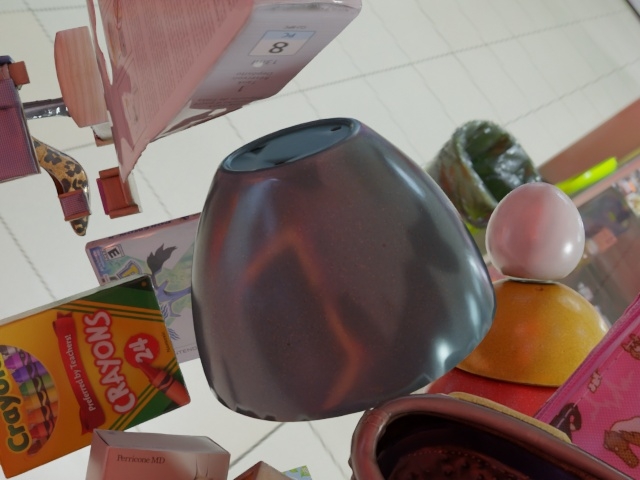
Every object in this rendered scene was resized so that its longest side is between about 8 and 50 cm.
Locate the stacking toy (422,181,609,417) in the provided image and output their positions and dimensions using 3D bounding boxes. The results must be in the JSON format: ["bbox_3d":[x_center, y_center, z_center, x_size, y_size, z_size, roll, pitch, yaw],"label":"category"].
[{"bbox_3d":[0.254,0.168,0.974,0.350,0.350,0.480,0,94,-45],"label":"stacking toy"}]

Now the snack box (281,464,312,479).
[{"bbox_3d":[-0.039,0.460,1.309,0.100,0.037,0.141,3,54,-49],"label":"snack box"}]

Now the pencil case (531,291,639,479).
[{"bbox_3d":[0.242,0.116,0.510,0.167,0.386,0.160,39,3,-43],"label":"pencil case"}]

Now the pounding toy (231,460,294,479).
[{"bbox_3d":[-0.088,0.315,0.819,0.100,0.130,0.141,36,39,-14],"label":"pounding toy"}]

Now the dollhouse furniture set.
[{"bbox_3d":[-0.452,-0.147,1.151,0.303,0.198,0.287,-14,91,-7],"label":"dollhouse furniture set"}]

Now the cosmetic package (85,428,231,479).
[{"bbox_3d":[-0.220,0.402,0.962,0.160,0.113,0.310,9,85,-24],"label":"cosmetic package"}]

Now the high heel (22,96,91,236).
[{"bbox_3d":[-0.518,-0.118,1.389,0.186,0.093,0.261,-17,104,-33],"label":"high heel"}]

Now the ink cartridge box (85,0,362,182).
[{"bbox_3d":[-0.119,-0.248,0.666,0.091,0.385,0.308,-9,81,-28],"label":"ink cartridge box"}]

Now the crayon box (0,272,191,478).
[{"bbox_3d":[-0.365,0.191,1.092,0.318,0.081,0.202,-21,98,-23],"label":"crayon box"}]

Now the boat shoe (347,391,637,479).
[{"bbox_3d":[0.143,0.167,0.286,0.324,0.097,0.116,33,71,27],"label":"boat shoe"}]

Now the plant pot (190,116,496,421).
[{"bbox_3d":[0.000,0.000,0.726,0.290,0.290,0.196,-48,127,-52],"label":"plant pot"}]

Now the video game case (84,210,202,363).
[{"bbox_3d":[-0.294,0.111,1.640,0.036,0.299,0.329,-109,-176,-63],"label":"video game case"}]
